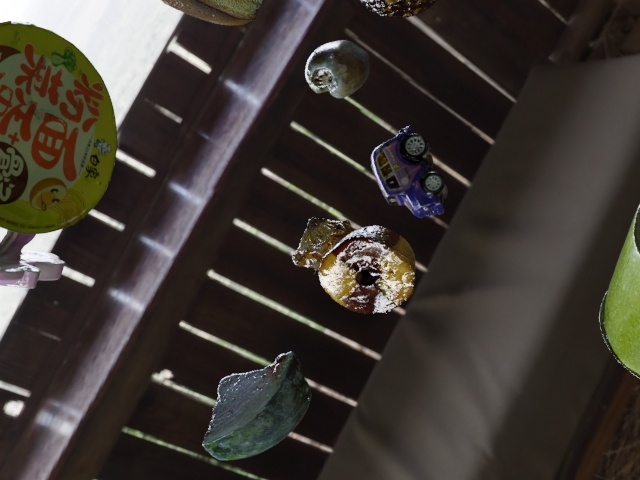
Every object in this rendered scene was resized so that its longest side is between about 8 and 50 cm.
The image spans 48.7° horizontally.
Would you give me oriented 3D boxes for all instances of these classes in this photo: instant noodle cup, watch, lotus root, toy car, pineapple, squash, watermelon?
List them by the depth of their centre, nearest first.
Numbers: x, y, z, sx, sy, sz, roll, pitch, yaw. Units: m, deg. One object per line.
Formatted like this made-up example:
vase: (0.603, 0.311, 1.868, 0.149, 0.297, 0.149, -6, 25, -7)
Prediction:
instant noodle cup: (-0.496, -0.163, 1.057, 0.221, 0.311, 0.311, 3, 64, 30)
squash: (0.619, 0.081, 1.170, 0.263, 0.384, 0.263, -5, 61, 10)
watch: (-0.635, -0.034, 1.366, 0.211, 0.248, 0.217, -64, -18, -81)
pineapple: (0.000, 0.000, 1.427, 0.137, 0.069, 0.116, -26, 43, -4)
watermelon: (-0.148, 0.407, 1.779, 0.213, 0.289, 0.320, 36, 90, 31)
toy car: (0.229, -0.160, 1.815, 0.158, 0.172, 0.235, -25, 79, 9)
lotus root: (0.064, -0.495, 1.984, 0.322, 0.158, 0.140, -51, -30, -58)

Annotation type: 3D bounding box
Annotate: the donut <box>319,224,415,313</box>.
donut: (0.091, 0.050, 1.275, 0.184, 0.166, 0.073, -57, 1, 43)

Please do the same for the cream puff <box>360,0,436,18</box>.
cream puff: (0.181, -0.558, 1.438, 0.239, 0.165, 0.239, -49, -3, -3)

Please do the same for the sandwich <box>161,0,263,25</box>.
sandwich: (-0.245, -0.508, 1.419, 0.096, 0.258, 0.094, 2, 76, 68)
